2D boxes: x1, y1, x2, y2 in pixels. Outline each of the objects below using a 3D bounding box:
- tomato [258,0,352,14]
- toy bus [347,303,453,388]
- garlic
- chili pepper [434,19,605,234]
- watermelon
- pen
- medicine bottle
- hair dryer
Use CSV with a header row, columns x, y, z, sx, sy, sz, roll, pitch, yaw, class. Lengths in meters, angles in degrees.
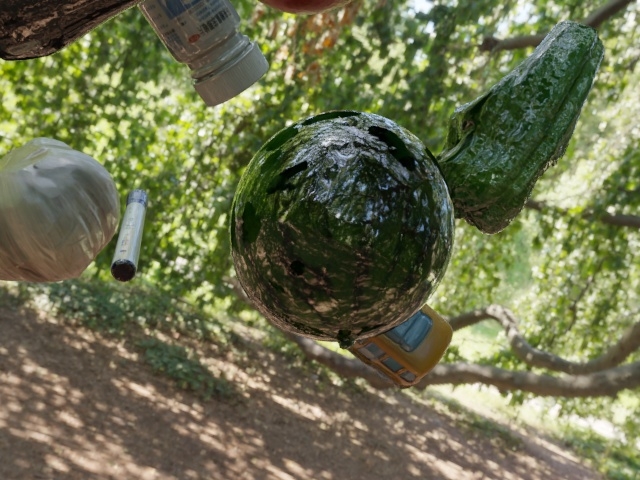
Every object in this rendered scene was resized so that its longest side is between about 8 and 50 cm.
x,y,z,sx,sy,sz,roll,pitch,yaw,class
-0.052,-0.455,1.078,0.309,0.170,0.309,28,-11,6,tomato
0.099,0.123,1.032,0.209,0.126,0.136,40,-17,0,toy bus
-0.523,-0.049,1.308,0.317,0.259,0.317,-9,28,5,garlic
0.321,-0.201,1.166,0.167,0.385,0.213,37,-4,-27,chili pepper
0.022,-0.012,0.705,0.242,0.242,0.242,22,-1,0,watermelon
-0.251,-0.013,0.902,0.033,0.033,0.269,23,16,-18,pen
-0.151,-0.268,0.868,0.105,0.105,0.168,20,-32,58,medicine bottle
-0.250,-0.238,0.503,0.235,0.091,0.271,-11,-19,17,hair dryer
